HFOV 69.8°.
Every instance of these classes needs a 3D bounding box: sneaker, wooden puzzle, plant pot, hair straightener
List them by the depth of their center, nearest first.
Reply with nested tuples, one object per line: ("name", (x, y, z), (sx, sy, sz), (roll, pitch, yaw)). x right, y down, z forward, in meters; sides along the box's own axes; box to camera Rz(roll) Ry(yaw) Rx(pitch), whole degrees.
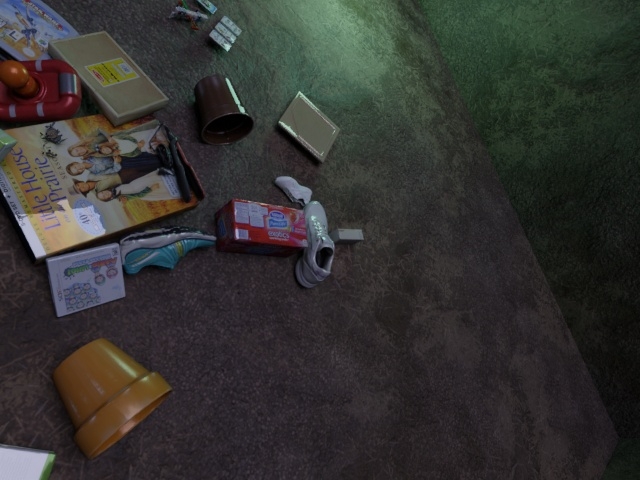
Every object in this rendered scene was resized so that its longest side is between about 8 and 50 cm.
("plant pot", (-0.463, 0.322, 0.991), (0.188, 0.205, 0.205), (47, 48, 7))
("hair straightener", (-0.387, -0.204, 1.208), (0.089, 0.047, 0.230), (-19, 84, -42))
("sneaker", (-0.405, 0.021, 1.229), (0.275, 0.107, 0.109), (-13, 112, -47))
("plant pot", (-0.312, -0.411, 1.433), (0.167, 0.167, 0.165), (-7, 69, -41))
("sneaker", (0.000, 0.000, 1.512), (0.114, 0.152, 0.304), (16, 61, -31))
("sneaker", (-0.094, -0.169, 1.571), (0.152, 0.054, 0.061), (26, 60, -29))
("wooden puzzle", (-0.043, -0.424, 1.729), (0.221, 0.044, 0.238), (39, 48, -20))

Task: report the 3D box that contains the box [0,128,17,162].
("box", (-0.817, -0.211, 0.899), (0.322, 0.232, 0.058), (38, 13, -21))

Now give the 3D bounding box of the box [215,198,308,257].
("box", (-0.178, -0.032, 1.399), (0.257, 0.123, 0.128), (7, 69, -37))

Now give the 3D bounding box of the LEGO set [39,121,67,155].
("LEGO set", (-0.620, -0.232, 1.060), (0.054, 0.023, 0.083), (28, 70, -23))

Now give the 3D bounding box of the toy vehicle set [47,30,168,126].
("toy vehicle set", (-0.554, -0.432, 1.209), (0.267, 0.035, 0.166), (47, 47, 3))

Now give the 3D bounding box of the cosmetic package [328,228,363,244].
("cosmetic package", (0.092, -0.013, 1.654), (0.115, 0.060, 0.041), (2, 70, -40))

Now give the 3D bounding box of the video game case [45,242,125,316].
("video game case", (-0.543, 0.090, 1.073), (0.157, 0.019, 0.143), (-18, 119, -42))

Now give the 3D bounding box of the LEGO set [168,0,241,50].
("LEGO set", (-0.405, -0.761, 1.583), (0.244, 0.060, 0.182), (36, 41, -24))

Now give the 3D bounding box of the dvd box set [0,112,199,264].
("dvd box set", (-0.551, -0.156, 1.134), (0.421, 0.062, 0.307), (-26, 89, -41))

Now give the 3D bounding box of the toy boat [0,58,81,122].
("toy boat", (-0.691, -0.362, 1.064), (0.231, 0.151, 0.150), (-7, 82, -9))

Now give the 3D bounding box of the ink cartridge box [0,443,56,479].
("ink cartridge box", (-0.654, 0.463, 0.831), (0.255, 0.097, 0.188), (25, 59, -28))

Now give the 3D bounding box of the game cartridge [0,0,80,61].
("game cartridge", (-0.760, -0.537, 1.184), (0.297, 0.062, 0.198), (37, 57, -21))
